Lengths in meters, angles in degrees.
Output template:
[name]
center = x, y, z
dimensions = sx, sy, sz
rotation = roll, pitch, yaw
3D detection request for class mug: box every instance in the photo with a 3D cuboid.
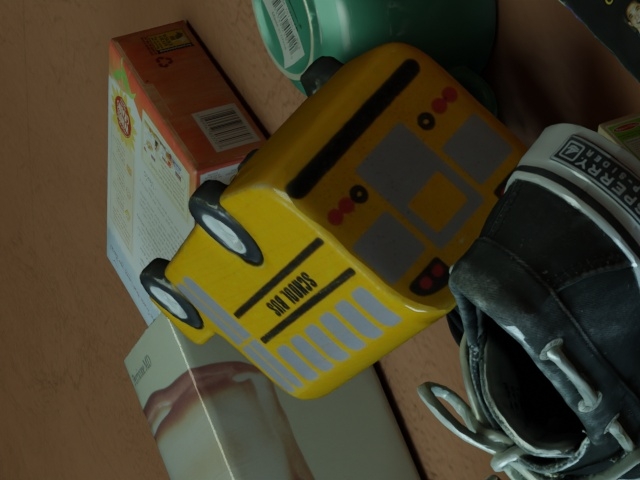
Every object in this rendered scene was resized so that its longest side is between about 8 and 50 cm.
[mug]
center = 0.027, -0.128, 1.078
dimensions = 0.158, 0.097, 0.129
rotation = 46, 146, 48

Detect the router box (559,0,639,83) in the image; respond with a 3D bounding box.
[router box]
center = 0.223, -0.112, 0.495
dimensions = 0.243, 0.081, 0.309
rotation = 54, 125, 37

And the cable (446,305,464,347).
[cable]
center = 0.098, 0.023, 1.095
dimensions = 0.184, 0.047, 0.150
rotation = 22, 127, 61

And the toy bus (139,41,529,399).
[toy bus]
center = 0.000, 0.000, 1.074
dimensions = 0.130, 0.108, 0.332
rotation = 42, 162, -1

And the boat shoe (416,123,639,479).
[boat shoe]
center = 0.111, 0.063, 0.907
dimensions = 0.113, 0.105, 0.306
rotation = 39, 167, 18

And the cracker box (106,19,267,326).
[cracker box]
center = -0.102, -0.026, 1.499
dimensions = 0.155, 0.067, 0.232
rotation = 56, 152, 36

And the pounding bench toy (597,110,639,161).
[pounding bench toy]
center = 0.145, -0.016, 0.909
dimensions = 0.052, 0.083, 0.065
rotation = 52, 149, 40

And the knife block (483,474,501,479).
[knife block]
center = 0.126, 0.287, 1.179
dimensions = 0.242, 0.088, 0.275
rotation = 58, 154, 33

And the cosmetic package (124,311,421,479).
[cosmetic package]
center = -0.014, 0.179, 1.367
dimensions = 0.296, 0.129, 0.153
rotation = 67, 158, 13
